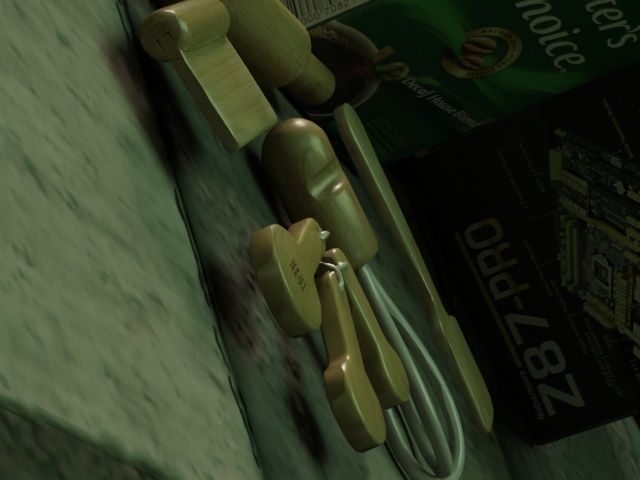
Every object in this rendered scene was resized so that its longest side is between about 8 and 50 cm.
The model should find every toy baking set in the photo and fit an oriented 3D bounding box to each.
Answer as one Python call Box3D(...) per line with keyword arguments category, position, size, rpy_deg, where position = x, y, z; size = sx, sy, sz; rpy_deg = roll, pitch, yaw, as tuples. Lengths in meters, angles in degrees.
Box3D(category="toy baking set", position=(-0.002, -0.007, 0.714), size=(0.256, 0.030, 0.197), rpy_deg=(31, 39, -67))

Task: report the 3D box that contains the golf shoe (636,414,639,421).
Box3D(category="golf shoe", position=(0.237, 0.059, 1.418), size=(0.198, 0.077, 0.094), rpy_deg=(62, 13, -16))

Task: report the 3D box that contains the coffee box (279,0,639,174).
Box3D(category="coffee box", position=(0.073, -0.098, 0.818), size=(0.113, 0.184, 0.040), rpy_deg=(47, 26, -54))

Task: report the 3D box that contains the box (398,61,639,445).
Box3D(category="box", position=(0.155, -0.131, 0.917), size=(0.097, 0.318, 0.395), rpy_deg=(-27, 91, -53))
